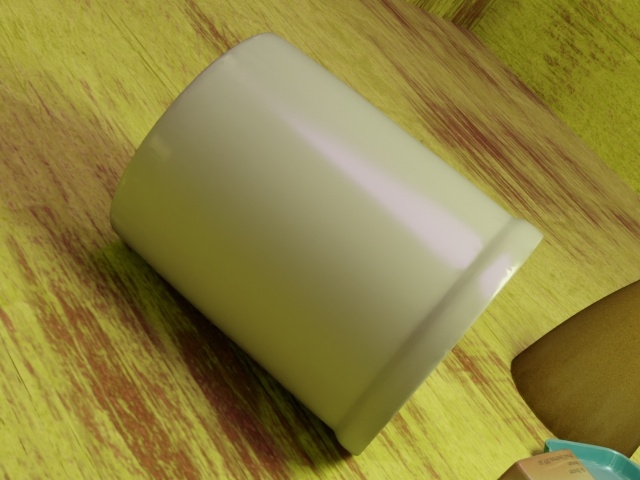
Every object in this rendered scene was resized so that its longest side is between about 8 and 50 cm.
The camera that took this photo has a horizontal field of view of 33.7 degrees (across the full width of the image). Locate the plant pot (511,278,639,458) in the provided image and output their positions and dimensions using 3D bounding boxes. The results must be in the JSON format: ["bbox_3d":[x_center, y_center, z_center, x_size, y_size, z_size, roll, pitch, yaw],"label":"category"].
[{"bbox_3d":[0.469,0.183,1.639,0.237,0.254,0.237,31,25,-16],"label":"plant pot"}]

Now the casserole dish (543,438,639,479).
[{"bbox_3d":[0.390,0.329,1.484,0.188,0.037,0.114,15,16,-31],"label":"casserole dish"}]

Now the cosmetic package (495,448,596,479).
[{"bbox_3d":[0.301,0.389,1.167,0.153,0.129,0.296,5,40,-54],"label":"cosmetic package"}]

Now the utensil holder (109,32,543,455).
[{"bbox_3d":[0.000,0.000,1.208,0.385,0.327,0.327,39,23,8],"label":"utensil holder"}]
